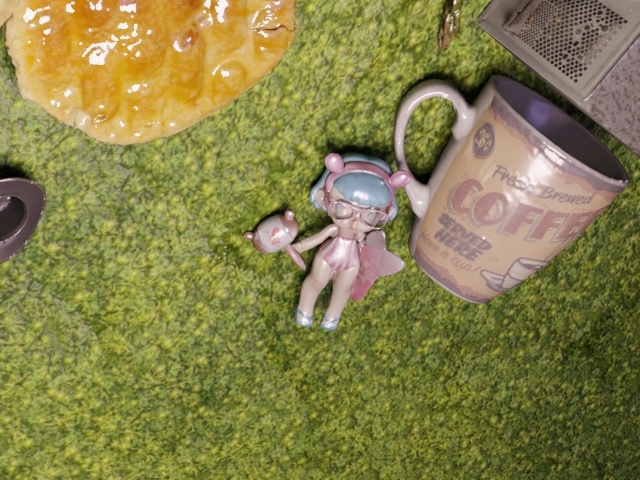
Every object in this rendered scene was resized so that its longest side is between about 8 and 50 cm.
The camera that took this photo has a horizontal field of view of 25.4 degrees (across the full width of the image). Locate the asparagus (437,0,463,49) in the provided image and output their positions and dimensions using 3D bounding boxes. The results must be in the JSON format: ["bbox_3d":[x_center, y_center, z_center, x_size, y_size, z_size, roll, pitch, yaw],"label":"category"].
[{"bbox_3d":[0.166,-0.332,1.723,0.027,0.034,0.236,-25,135,-34],"label":"asparagus"}]

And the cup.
[{"bbox_3d":[0.206,-0.071,1.848,0.301,0.227,0.257,32,108,-15],"label":"cup"}]

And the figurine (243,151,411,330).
[{"bbox_3d":[0.007,-0.005,1.839,0.205,0.103,0.260,16,121,-1],"label":"figurine"}]

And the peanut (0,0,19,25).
[{"bbox_3d":[-0.413,-0.212,1.360,0.305,0.147,0.147,-40,136,5],"label":"peanut"}]

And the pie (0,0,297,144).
[{"bbox_3d":[-0.181,-0.250,1.521,0.339,0.083,0.339,-17,133,-20],"label":"pie"}]

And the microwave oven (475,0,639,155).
[{"bbox_3d":[0.468,-0.330,1.786,0.374,0.236,0.432,29,104,-43],"label":"microwave oven"}]

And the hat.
[{"bbox_3d":[-0.365,-0.031,1.583,0.121,0.050,0.121,-23,132,-27],"label":"hat"}]
